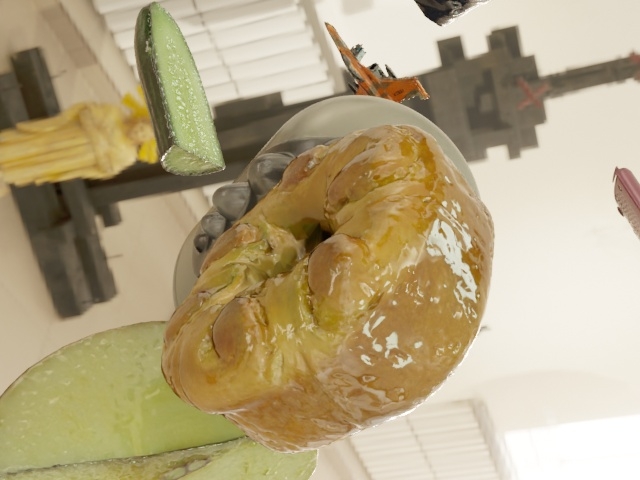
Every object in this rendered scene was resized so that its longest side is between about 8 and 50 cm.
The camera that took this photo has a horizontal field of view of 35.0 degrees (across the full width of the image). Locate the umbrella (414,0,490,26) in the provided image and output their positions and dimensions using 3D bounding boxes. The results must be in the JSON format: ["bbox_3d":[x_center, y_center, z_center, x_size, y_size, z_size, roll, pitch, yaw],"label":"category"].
[{"bbox_3d":[0.146,-0.210,0.580,0.071,0.248,0.071,23,52,-34],"label":"umbrella"}]

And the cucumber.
[{"bbox_3d":[-0.212,-0.211,1.410,0.115,0.063,0.244,11,62,-61],"label":"cucumber"}]

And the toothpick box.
[{"bbox_3d":[0.000,0.000,0.896,0.316,0.229,0.229,137,-45,-56],"label":"toothpick box"}]

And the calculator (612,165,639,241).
[{"bbox_3d":[0.378,0.000,1.151,0.190,0.034,0.127,38,22,-59],"label":"calculator"}]

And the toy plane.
[{"bbox_3d":[0.066,-0.212,1.331,0.062,0.135,0.188,-41,105,-43],"label":"toy plane"}]

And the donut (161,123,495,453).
[{"bbox_3d":[0.006,0.028,0.636,0.114,0.226,0.227,42,31,-21],"label":"donut"}]

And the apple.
[{"bbox_3d":[-0.177,0.210,1.030,0.179,0.346,0.254,162,-80,-65],"label":"apple"}]
